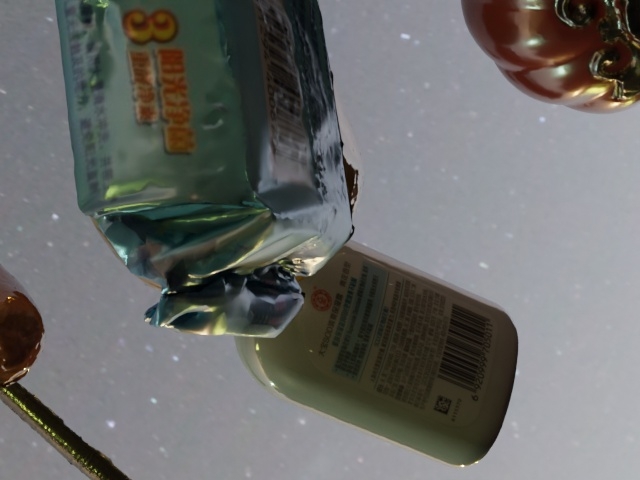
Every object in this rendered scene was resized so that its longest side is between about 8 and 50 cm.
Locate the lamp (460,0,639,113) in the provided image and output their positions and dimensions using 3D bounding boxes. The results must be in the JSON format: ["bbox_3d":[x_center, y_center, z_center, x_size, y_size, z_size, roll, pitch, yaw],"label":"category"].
[{"bbox_3d":[0.207,-0.197,0.814,0.227,0.227,0.226,-19,-60,-36],"label":"lamp"}]

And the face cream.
[{"bbox_3d":[0.011,0.075,1.019,0.337,0.080,0.163,23,-116,-14],"label":"face cream"}]

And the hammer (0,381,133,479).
[{"bbox_3d":[-0.259,0.170,1.085,0.125,0.297,0.027,-56,-10,16],"label":"hammer"}]

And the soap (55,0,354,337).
[{"bbox_3d":[-0.051,-0.104,0.501,0.156,0.077,0.293,17,-117,-73],"label":"soap"}]

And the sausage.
[{"bbox_3d":[-0.262,0.019,0.817,0.087,0.327,0.079,42,-95,-29],"label":"sausage"}]

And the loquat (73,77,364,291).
[{"bbox_3d":[-0.071,-0.056,0.828,0.208,0.208,0.208,-19,-60,-36],"label":"loquat"}]
